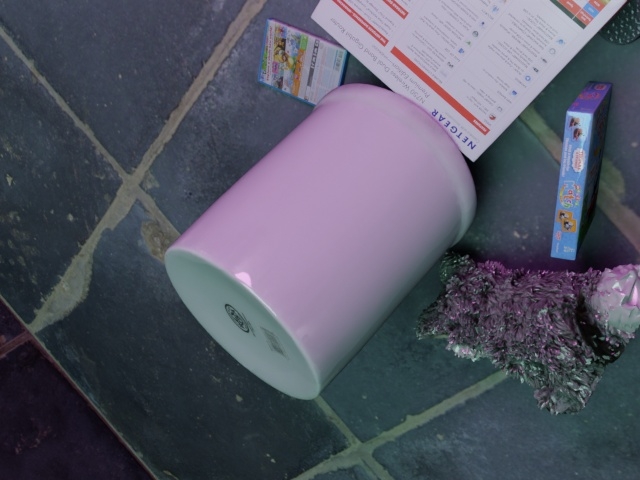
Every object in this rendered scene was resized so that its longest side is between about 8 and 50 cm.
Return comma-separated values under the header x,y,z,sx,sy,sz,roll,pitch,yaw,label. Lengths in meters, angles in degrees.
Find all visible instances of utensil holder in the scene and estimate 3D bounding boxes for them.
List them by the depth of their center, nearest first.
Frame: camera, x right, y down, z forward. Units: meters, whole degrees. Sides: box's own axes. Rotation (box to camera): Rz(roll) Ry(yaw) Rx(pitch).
x,y,z,sx,sy,sz,roll,pitch,yaw,label
0.000,0.000,1.072,0.327,0.385,0.328,34,152,21,utensil holder

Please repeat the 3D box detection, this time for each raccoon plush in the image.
x,y,z,sx,sy,sz,roll,pitch,yaw,label
0.302,0.072,1.042,0.299,0.216,0.446,24,151,19,raccoon plush

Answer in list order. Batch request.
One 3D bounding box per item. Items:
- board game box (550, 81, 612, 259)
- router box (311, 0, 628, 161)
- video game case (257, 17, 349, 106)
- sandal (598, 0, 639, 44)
x,y,z,sx,sy,sz,roll,pitch,yaw,label
0.371,-0.101,0.983,0.039,0.160,0.212,10,120,27,board game box
0.195,-0.331,0.965,0.335,0.082,0.301,43,130,3,router box
-0.033,-0.310,1.229,0.166,0.015,0.119,27,127,19,video game case
0.447,-0.362,0.871,0.097,0.054,0.254,51,140,9,sandal
